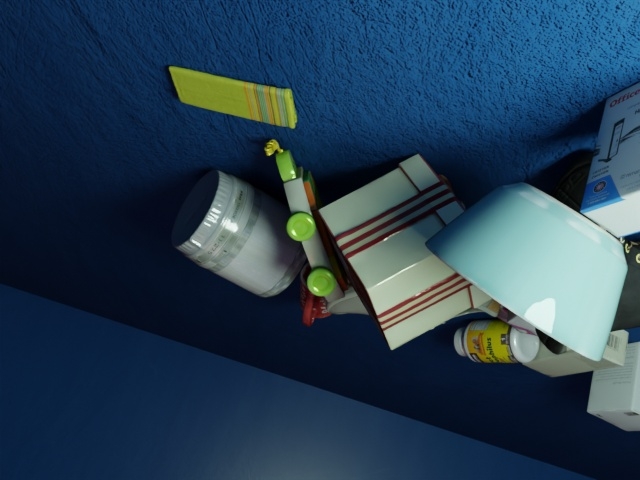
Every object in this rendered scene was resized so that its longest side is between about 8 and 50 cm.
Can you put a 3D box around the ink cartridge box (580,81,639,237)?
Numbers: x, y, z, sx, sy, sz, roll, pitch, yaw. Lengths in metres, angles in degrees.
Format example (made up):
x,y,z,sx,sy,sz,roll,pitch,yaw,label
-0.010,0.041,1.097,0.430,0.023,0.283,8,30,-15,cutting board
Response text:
x,y,z,sx,sy,sz,roll,pitch,yaw,label
0.453,-0.123,1.025,0.086,0.203,0.148,28,155,-18,ink cartridge box

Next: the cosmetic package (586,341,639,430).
x,y,z,sx,sy,sz,roll,pitch,yaw,label
0.806,0.379,1.938,0.151,0.183,0.151,26,157,-18,cosmetic package

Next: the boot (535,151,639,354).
x,y,z,sx,sy,sz,roll,pitch,yaw,label
0.541,0.018,1.325,0.284,0.377,0.138,-6,-154,-17,boot

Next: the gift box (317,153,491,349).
x,y,z,sx,sy,sz,roll,pitch,yaw,label
0.176,0.021,1.431,0.258,0.255,0.276,-29,145,-2,gift box

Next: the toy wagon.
x,y,z,sx,sy,sz,roll,pitch,yaw,label
-0.026,-0.047,1.537,0.068,0.267,0.344,-18,107,5,toy wagon

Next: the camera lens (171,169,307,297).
x,y,z,sx,sy,sz,roll,pitch,yaw,label
-0.173,-0.012,1.732,0.274,0.219,0.219,30,155,-26,camera lens

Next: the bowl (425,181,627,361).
x,y,z,sx,sy,sz,roll,pitch,yaw,label
0.331,0.026,1.137,0.311,0.163,0.311,32,-173,-5,bowl

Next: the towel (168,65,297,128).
x,y,z,sx,sy,sz,roll,pitch,yaw,label
-0.160,-0.269,1.395,0.237,0.021,0.102,14,152,11,towel

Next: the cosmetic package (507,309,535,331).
x,y,z,sx,sy,sz,roll,pitch,yaw,label
0.494,0.112,1.650,0.085,0.117,0.231,17,157,0,cosmetic package

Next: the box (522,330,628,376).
x,y,z,sx,sy,sz,roll,pitch,yaw,label
0.652,0.280,1.946,0.113,0.094,0.275,25,157,-15,box

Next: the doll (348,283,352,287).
x,y,z,sx,sy,sz,roll,pitch,yaw,label
0.125,0.166,2.142,0.129,0.046,0.189,-1,158,20,doll

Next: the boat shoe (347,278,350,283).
x,y,z,sx,sy,sz,roll,pitch,yaw,label
0.145,0.034,1.751,0.335,0.095,0.112,-9,163,17,boat shoe

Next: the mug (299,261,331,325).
x,y,z,sx,sy,sz,roll,pitch,yaw,label
-0.003,0.147,2.080,0.113,0.150,0.169,-7,152,-3,mug

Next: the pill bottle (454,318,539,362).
x,y,z,sx,sy,sz,roll,pitch,yaw,label
0.469,0.270,2.030,0.117,0.117,0.215,33,153,-32,pill bottle

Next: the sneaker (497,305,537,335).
x,y,z,sx,sy,sz,roll,pitch,yaw,label
0.534,0.182,1.820,0.252,0.103,0.111,25,162,0,sneaker

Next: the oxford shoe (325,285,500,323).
x,y,z,sx,sy,sz,roll,pitch,yaw,label
0.218,0.148,1.777,0.449,0.130,0.169,-9,170,23,oxford shoe
